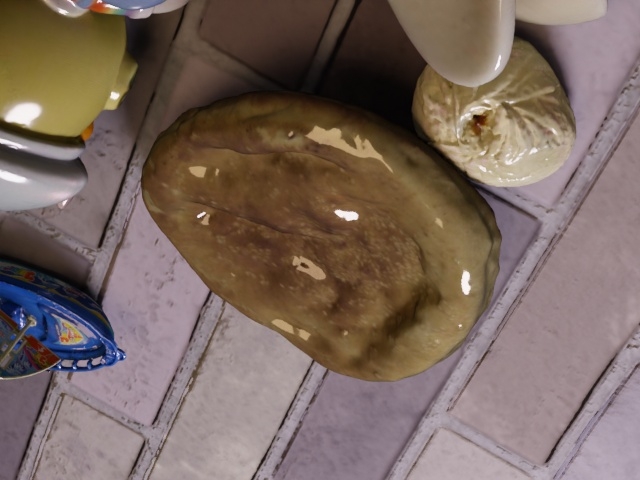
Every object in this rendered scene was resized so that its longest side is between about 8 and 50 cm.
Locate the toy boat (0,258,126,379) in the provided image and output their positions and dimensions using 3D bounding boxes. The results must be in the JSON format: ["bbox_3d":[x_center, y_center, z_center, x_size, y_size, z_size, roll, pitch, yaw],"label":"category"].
[{"bbox_3d":[-0.246,0.081,1.424,0.175,0.110,0.091,15,129,14],"label":"toy boat"}]

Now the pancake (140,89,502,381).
[{"bbox_3d":[0.000,0.000,1.252,0.294,0.049,0.294,21,142,17],"label":"pancake"}]

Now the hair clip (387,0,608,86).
[{"bbox_3d":[0.068,-0.213,1.039,0.172,0.113,0.282,-4,129,54],"label":"hair clip"}]

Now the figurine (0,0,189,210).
[{"bbox_3d":[-0.203,-0.168,1.163,0.224,0.205,0.382,30,131,-13],"label":"figurine"}]

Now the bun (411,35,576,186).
[{"bbox_3d":[0.115,-0.081,1.157,0.115,0.069,0.115,14,130,17],"label":"bun"}]
